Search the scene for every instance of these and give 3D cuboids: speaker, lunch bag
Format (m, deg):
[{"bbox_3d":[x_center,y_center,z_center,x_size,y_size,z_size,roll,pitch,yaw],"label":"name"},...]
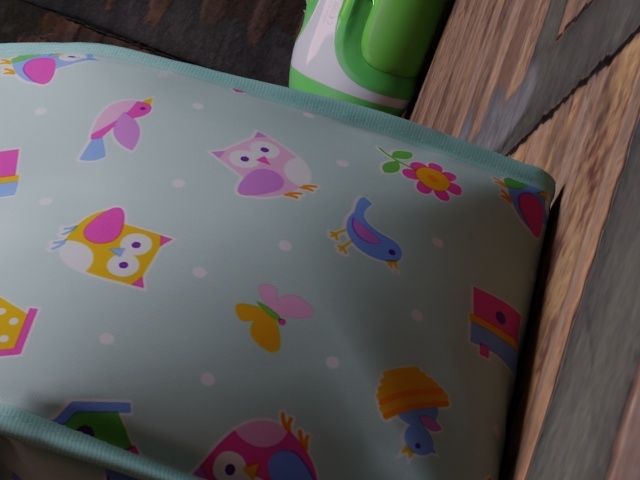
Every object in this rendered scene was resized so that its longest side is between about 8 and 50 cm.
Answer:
[{"bbox_3d":[0.070,-0.260,1.527,0.131,0.131,0.296,-82,13,-76],"label":"speaker"},{"bbox_3d":[-0.063,0.044,0.637,0.160,0.262,0.223,113,175,-46],"label":"lunch bag"}]

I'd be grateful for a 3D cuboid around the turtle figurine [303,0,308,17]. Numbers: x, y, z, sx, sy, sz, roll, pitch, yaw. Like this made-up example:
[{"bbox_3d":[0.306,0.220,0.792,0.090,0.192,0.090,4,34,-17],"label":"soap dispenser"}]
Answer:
[{"bbox_3d":[0.038,-0.260,2.215,0.175,0.118,0.234,-18,-66,-75],"label":"turtle figurine"}]
